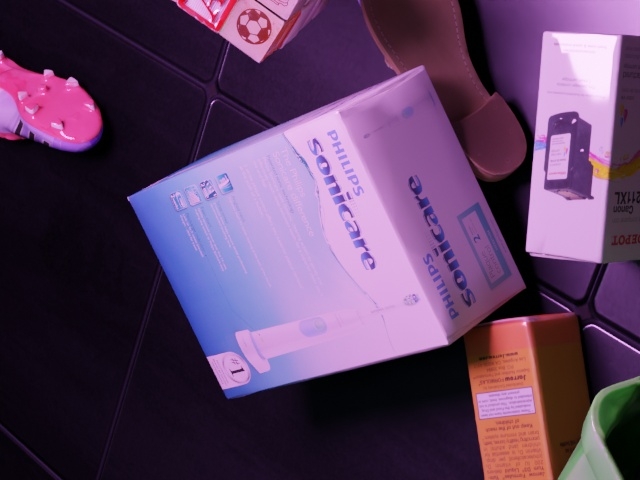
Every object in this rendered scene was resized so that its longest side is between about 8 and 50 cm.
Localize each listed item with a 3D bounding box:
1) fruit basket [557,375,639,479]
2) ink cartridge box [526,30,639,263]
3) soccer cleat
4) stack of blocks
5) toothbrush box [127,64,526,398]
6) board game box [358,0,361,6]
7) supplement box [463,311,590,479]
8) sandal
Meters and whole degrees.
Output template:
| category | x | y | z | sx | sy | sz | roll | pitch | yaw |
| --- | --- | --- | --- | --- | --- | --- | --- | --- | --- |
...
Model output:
| category | x | y | z | sx | sy | sz | roll | pitch | yaw |
| --- | --- | --- | --- | --- | --- | --- | --- | --- | --- |
| fruit basket | 0.367 | 0.226 | 1.116 | 0.392 | 0.283 | 0.392 | 27 | 123 | 52 |
| ink cartridge box | 0.230 | -0.073 | 1.302 | 0.072 | 0.127 | 0.175 | 9 | 99 | 40 |
| soccer cleat | -0.327 | -0.144 | 1.868 | 0.248 | 0.083 | 0.095 | 28 | 140 | 34 |
| stack of blocks | -0.051 | -0.276 | 1.441 | 0.171 | 0.297 | 0.087 | 35 | 119 | 2 |
| toothbrush box | 0.000 | 0.000 | 1.467 | 0.295 | 0.126 | 0.216 | -20 | 99 | 47 |
| board game box | 0.078 | -0.266 | 1.501 | 0.168 | 0.033 | 0.133 | -35 | 69 | 38 |
| supplement box | 0.183 | 0.181 | 1.391 | 0.080 | 0.078 | 0.233 | -15 | 81 | 43 |
| sandal | 0.093 | -0.151 | 1.462 | 0.240 | 0.088 | 0.079 | 61 | 161 | 8 |
